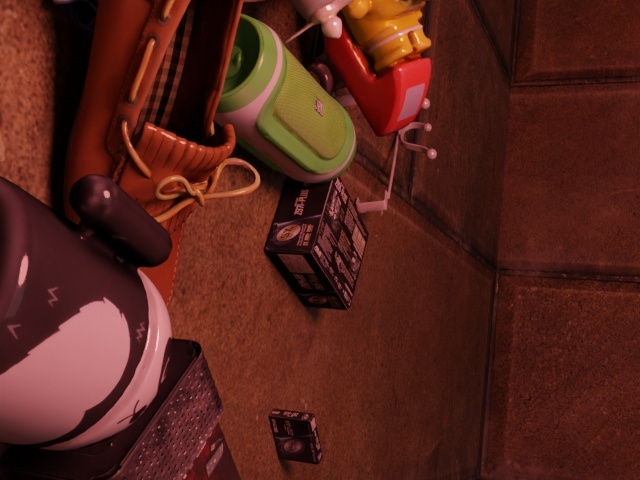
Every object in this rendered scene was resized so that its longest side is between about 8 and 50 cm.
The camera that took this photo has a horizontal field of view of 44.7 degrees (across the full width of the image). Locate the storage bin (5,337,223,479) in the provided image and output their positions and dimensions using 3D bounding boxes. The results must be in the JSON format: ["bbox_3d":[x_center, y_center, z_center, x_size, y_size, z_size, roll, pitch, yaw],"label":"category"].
[{"bbox_3d":[-0.187,0.179,0.735,0.180,0.122,0.084,-57,142,-49],"label":"storage bin"}]

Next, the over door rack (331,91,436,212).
[{"bbox_3d":[0.140,-0.232,1.447,0.324,0.108,0.240,-59,142,-47],"label":"over door rack"}]

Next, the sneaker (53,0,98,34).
[{"bbox_3d":[-0.204,-0.217,0.750,0.144,0.053,0.059,39,63,-55],"label":"sneaker"}]

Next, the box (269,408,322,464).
[{"bbox_3d":[-0.036,0.289,1.150,0.018,0.067,0.083,-52,139,-54],"label":"box"}]

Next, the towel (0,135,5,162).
[{"bbox_3d":[-0.296,-0.109,0.582,0.110,0.027,0.148,-52,136,-54],"label":"towel"}]

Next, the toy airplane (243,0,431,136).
[{"bbox_3d":[0.077,-0.389,1.078,0.384,0.272,0.386,35,72,-39],"label":"toy airplane"}]

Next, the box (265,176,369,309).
[{"bbox_3d":[0.000,0.000,1.189,0.180,0.077,0.147,58,41,-52],"label":"box"}]

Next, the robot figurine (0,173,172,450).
[{"bbox_3d":[-0.227,0.058,0.569,0.278,0.209,0.174,48,36,-57],"label":"robot figurine"}]

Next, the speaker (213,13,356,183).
[{"bbox_3d":[-0.054,-0.169,0.997,0.296,0.131,0.131,32,63,-63],"label":"speaker"}]

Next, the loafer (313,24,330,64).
[{"bbox_3d":[0.014,-0.335,1.235,0.039,0.045,0.125,20,77,-58],"label":"loafer"}]

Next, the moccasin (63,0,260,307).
[{"bbox_3d":[-0.141,-0.096,0.730,0.139,0.147,0.380,-7,115,-61],"label":"moccasin"}]

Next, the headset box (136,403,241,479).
[{"bbox_3d":[-0.163,0.349,0.817,0.218,0.110,0.293,-57,142,-49],"label":"headset box"}]
